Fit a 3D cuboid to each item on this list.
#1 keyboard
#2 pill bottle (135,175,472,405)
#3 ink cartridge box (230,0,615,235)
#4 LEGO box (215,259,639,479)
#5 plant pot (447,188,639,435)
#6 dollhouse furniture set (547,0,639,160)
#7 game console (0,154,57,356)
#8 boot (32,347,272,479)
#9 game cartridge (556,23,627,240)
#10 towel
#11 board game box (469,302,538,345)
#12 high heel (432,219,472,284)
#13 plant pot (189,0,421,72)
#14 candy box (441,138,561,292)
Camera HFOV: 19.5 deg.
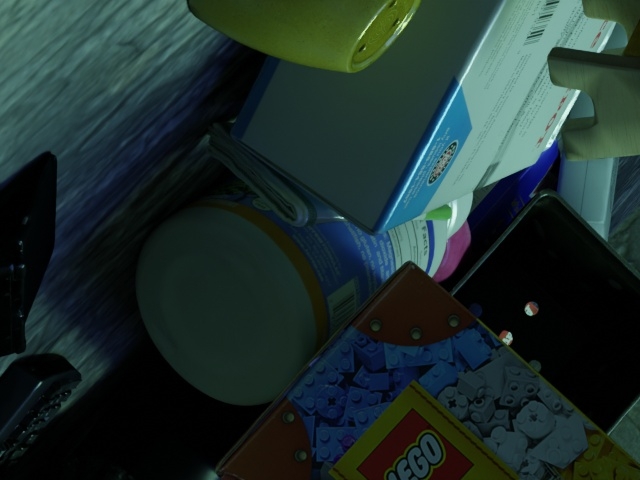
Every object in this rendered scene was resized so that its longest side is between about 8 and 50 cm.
[{"bbox_3d":[-0.291,0.211,1.315,0.317,0.033,0.201,-52,167,9],"label":"keyboard"},{"bbox_3d":[0.000,0.000,1.395,0.272,0.152,0.152,-36,162,-48],"label":"pill bottle"},{"bbox_3d":[0.098,-0.151,1.284,0.307,0.129,0.223,-23,143,-62],"label":"ink cartridge box"},{"bbox_3d":[0.131,0.243,1.385,0.193,0.372,0.500,-47,173,-7],"label":"LEGO box"},{"bbox_3d":[0.188,0.086,1.686,0.188,0.187,0.167,-47,-175,-8],"label":"plant pot"},{"bbox_3d":[0.257,-0.235,1.184,0.374,0.152,0.201,-59,141,-46],"label":"dollhouse furniture set"},{"bbox_3d":[-0.199,0.016,1.089,0.107,0.071,0.122,-13,155,-15],"label":"game console"},{"bbox_3d":[-0.153,0.194,1.432,0.348,0.131,0.260,-50,174,5],"label":"boot"},{"bbox_3d":[0.272,-0.138,1.811,0.196,0.060,0.294,76,24,-74],"label":"game cartridge"},{"bbox_3d":[0.006,-0.042,1.276,0.152,0.113,0.023,0,126,-46],"label":"towel"},{"bbox_3d":[0.105,0.107,1.942,0.145,0.027,0.281,-54,-155,-12],"label":"board game box"},{"bbox_3d":[0.100,-0.065,1.556,0.117,0.082,0.244,-13,123,-35],"label":"high heel"},{"bbox_3d":[0.004,-0.153,1.081,0.134,0.095,0.134,-46,167,-14],"label":"plant pot"},{"bbox_3d":[0.089,0.007,1.787,0.317,0.122,0.268,-48,168,0],"label":"candy box"}]
